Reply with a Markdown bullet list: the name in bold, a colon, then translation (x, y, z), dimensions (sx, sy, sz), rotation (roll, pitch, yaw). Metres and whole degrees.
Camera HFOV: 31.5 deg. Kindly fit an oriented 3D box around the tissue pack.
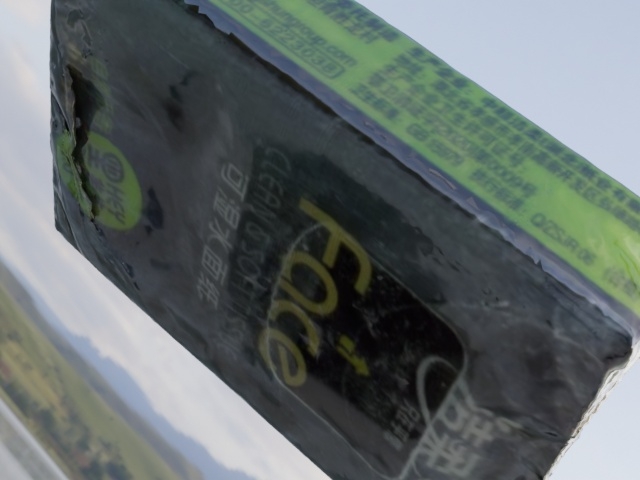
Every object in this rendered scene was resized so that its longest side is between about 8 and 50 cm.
- **tissue pack**: translation (0.000, 0.000, 0.420), dimensions (0.235, 0.073, 0.173), rotation (39, -38, 16)
